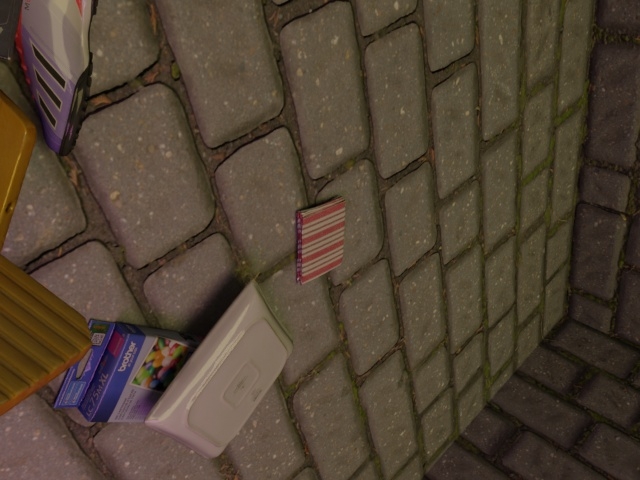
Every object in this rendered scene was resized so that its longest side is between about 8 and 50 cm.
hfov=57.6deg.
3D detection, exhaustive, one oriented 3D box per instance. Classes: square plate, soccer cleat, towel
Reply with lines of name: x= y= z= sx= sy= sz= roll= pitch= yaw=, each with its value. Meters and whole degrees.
square plate: x=-0.187 y=0.302 z=1.271 sx=0.347 sy=0.049 sz=0.344 roll=-53 pitch=151 yaw=-19
soccer cleat: x=-0.377 y=-0.277 z=0.810 sx=0.116 sy=0.108 sz=0.318 roll=4 pitch=112 yaw=-24
towel: x=0.000 y=0.000 z=1.397 sx=0.144 sy=0.029 sz=0.197 roll=-23 pitch=128 yaw=-37

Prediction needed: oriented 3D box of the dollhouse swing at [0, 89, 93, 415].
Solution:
dollhouse swing: x=-0.392 y=-0.030 z=0.635 sx=0.347 sy=0.305 sz=0.315 roll=-58 pitch=171 yaw=-82

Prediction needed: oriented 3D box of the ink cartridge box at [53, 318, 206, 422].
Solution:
ink cartridge box: x=-0.342 y=0.268 z=1.154 sx=0.311 sy=0.065 sz=0.186 roll=23 pitch=93 yaw=-48

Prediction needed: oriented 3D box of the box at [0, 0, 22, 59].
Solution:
box: x=-0.431 y=-0.295 z=0.596 sx=0.165 sy=0.270 sz=0.143 roll=5 pitch=107 yaw=-48
